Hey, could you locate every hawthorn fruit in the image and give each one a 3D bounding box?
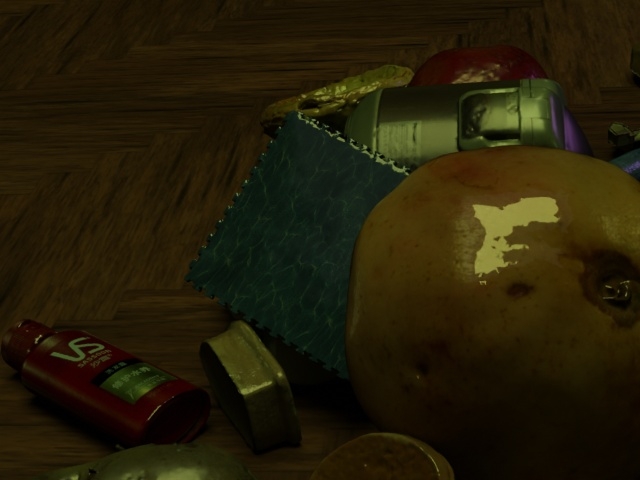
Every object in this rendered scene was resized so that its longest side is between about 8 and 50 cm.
[{"bbox_3d":[0.238,-0.164,1.994,0.265,0.265,0.307,10,39,26],"label":"hawthorn fruit"}]

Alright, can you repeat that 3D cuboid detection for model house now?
[{"bbox_3d":[0.524,-0.177,2.166,0.083,0.057,0.058,-12,33,-10],"label":"model house"}]

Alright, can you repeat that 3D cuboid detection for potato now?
[{"bbox_3d":[-0.184,0.288,1.307,0.262,0.165,0.165,-3,28,10],"label":"potato"}]

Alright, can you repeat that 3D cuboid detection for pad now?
[{"bbox_3d":[0.000,0.000,1.565,0.269,0.012,0.270,28,81,21],"label":"pad"}]

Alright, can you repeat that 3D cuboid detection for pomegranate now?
[{"bbox_3d":[0.211,0.089,1.379,0.411,0.411,0.411,-4,28,2],"label":"pomegranate"}]

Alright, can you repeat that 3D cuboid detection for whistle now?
[{"bbox_3d":[0.477,-0.103,2.029,0.304,0.062,0.062,-24,34,-32],"label":"whistle"}]

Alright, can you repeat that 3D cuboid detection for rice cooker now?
[{"bbox_3d":[0.209,-0.063,1.709,0.325,0.335,0.335,-2,28,11],"label":"rice cooker"}]

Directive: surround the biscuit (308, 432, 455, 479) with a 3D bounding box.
[{"bbox_3d":[0.090,0.298,1.217,0.288,0.202,0.044,17,-5,41],"label":"biscuit"}]

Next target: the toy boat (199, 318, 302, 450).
[{"bbox_3d":[-0.094,0.168,1.554,0.061,0.116,0.188,-22,34,-17],"label":"toy boat"}]

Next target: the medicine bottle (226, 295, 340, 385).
[{"bbox_3d":[-0.049,0.074,1.694,0.143,0.143,0.258,-15,29,-18],"label":"medicine bottle"}]

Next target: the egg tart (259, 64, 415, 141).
[{"bbox_3d":[0.038,-0.212,2.196,0.294,0.123,0.294,-16,10,3],"label":"egg tart"}]

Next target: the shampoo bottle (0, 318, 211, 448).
[{"bbox_3d":[-0.282,0.177,1.604,0.314,0.076,0.118,20,40,38],"label":"shampoo bottle"}]

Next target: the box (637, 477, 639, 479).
[{"bbox_3d":[0.414,0.256,1.387,0.153,0.041,0.279,1,28,12],"label":"box"}]

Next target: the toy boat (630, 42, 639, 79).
[{"bbox_3d":[0.707,-0.316,2.367,0.121,0.089,0.321,-15,28,-31],"label":"toy boat"}]
